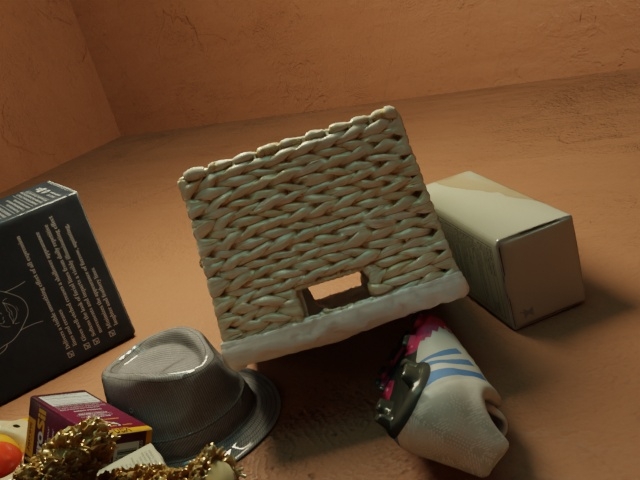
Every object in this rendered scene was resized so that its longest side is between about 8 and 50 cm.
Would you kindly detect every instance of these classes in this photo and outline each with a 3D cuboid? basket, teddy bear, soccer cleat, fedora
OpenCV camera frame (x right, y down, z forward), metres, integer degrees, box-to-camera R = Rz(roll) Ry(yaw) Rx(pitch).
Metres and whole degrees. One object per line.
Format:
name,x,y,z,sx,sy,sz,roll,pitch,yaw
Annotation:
basket,0.000,0.000,1.109,0.328,0.266,0.331,-18,-2,0
teddy bear,-0.227,0.286,0.711,0.338,0.245,0.113,-19,13,-13
soccer cleat,0.144,0.182,0.907,0.143,0.116,0.331,31,11,3
fedora,-0.200,0.204,1.059,0.244,0.124,0.275,-33,26,-36

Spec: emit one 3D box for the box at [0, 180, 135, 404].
box,-0.585,0.108,1.359,0.395,0.293,0.212,-27,22,-27

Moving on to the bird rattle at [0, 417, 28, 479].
bird rattle,-0.473,0.303,1.027,0.207,0.143,0.253,-8,18,-26

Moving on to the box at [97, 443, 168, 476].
box,-0.275,0.337,0.817,0.275,0.094,0.113,-25,21,-20

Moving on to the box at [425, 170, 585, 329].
box,0.263,0.002,1.196,0.121,0.148,0.311,-20,22,-10

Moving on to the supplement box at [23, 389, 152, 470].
supplement box,-0.298,0.265,0.972,0.081,0.104,0.188,4,3,-43
